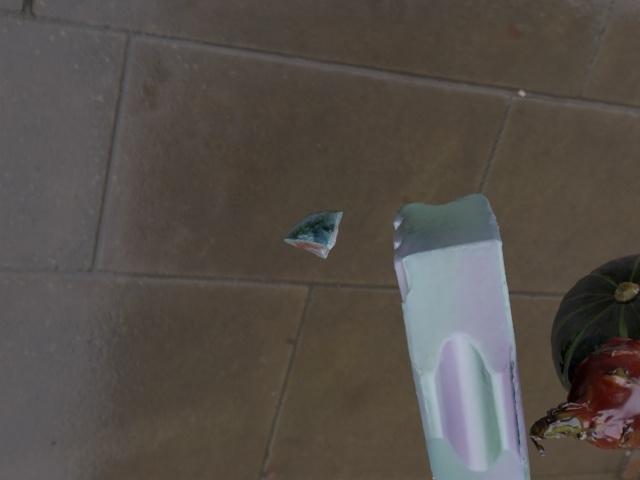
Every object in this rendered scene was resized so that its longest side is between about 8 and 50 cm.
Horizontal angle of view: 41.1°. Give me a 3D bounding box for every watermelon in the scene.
[{"bbox_3d":[0.000,0.000,1.044,0.085,0.085,0.061,-29,121,-7],"label":"watermelon"}]

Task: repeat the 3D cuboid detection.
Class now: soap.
[{"bbox_3d":[0.217,0.184,1.299,0.156,0.261,0.446,-8,114,7],"label":"soap"}]

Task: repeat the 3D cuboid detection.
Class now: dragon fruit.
[{"bbox_3d":[0.333,0.197,1.023,0.246,0.125,0.125,-11,140,-36],"label":"dragon fruit"}]

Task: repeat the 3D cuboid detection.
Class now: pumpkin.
[{"bbox_3d":[0.530,0.163,1.372,0.323,0.323,0.241,-33,123,-4],"label":"pumpkin"}]
